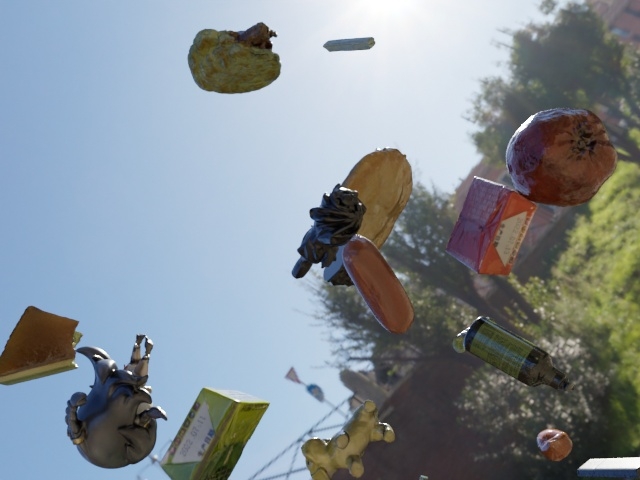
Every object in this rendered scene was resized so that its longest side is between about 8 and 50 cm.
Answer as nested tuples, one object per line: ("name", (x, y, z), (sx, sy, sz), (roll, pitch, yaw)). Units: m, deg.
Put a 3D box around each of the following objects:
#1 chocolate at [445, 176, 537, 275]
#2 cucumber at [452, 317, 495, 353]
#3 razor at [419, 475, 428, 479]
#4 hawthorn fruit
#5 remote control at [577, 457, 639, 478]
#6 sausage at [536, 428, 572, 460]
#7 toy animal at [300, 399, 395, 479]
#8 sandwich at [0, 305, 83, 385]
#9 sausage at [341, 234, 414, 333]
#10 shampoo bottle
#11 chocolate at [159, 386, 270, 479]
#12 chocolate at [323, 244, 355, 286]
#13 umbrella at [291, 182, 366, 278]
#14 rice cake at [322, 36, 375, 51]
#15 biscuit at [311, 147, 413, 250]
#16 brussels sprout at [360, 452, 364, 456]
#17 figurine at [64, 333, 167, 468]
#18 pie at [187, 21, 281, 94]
("chocolate", (0.458, -0.036, 1.830), (0.237, 0.107, 0.235), (-133, 62, -71))
("cucumber", (0.496, 0.292, 2.144), (0.214, 0.052, 0.058), (-22, -45, -43))
("razor", (0.290, 0.642, 1.596), (0.037, 0.191, 0.068), (-2, -67, -36))
("hawthorn fruit", (0.482, -0.163, 1.400), (0.205, 0.205, 0.253), (-52, -1, -14))
("remote control", (0.669, 0.519, 1.541), (0.063, 0.025, 0.245), (-29, -11, -19))
("sausage", (0.654, 0.572, 1.890), (0.089, 0.089, 0.179), (-56, -15, -5))
("toy animal", (0.062, 0.477, 1.606), (0.233, 0.121, 0.168), (-39, 2, -13))
("sandwich", (-0.758, 0.313, 1.845), (0.108, 0.186, 0.220), (113, 175, -56))
("sausage", (0.103, 0.078, 1.206), (0.077, 0.194, 0.077), (-33, 4, 3))
("shampoo bottle", (0.506, 0.300, 1.716), (0.101, 0.283, 0.101), (-35, -39, -36))
("chocolate", (-0.305, 0.571, 1.977), (0.289, 0.137, 0.301), (-61, -17, -6))
("chocolate", (0.098, 0.066, 1.804), (0.156, 0.133, 0.156), (-56, 19, 31))
("umbrella", (0.000, 0.000, 1.498), (0.118, 0.118, 0.340), (-40, -7, -35))
("rice cake", (0.076, -0.528, 1.824), (0.033, 0.170, 0.029), (-51, -48, -26))
("biscuit", (0.199, -0.138, 2.571), (0.446, 0.104, 0.429), (-56, -37, 3))
("brussels sprout", (0.088, 0.596, 1.918), (0.046, 0.051, 0.083), (5, -29, -39))
("figurine", (-0.405, 0.325, 1.343), (0.196, 0.175, 0.265), (-12, -72, -9))
("pie", (-0.247, -0.516, 1.972), (0.257, 0.274, 0.106), (77, -171, -61))
